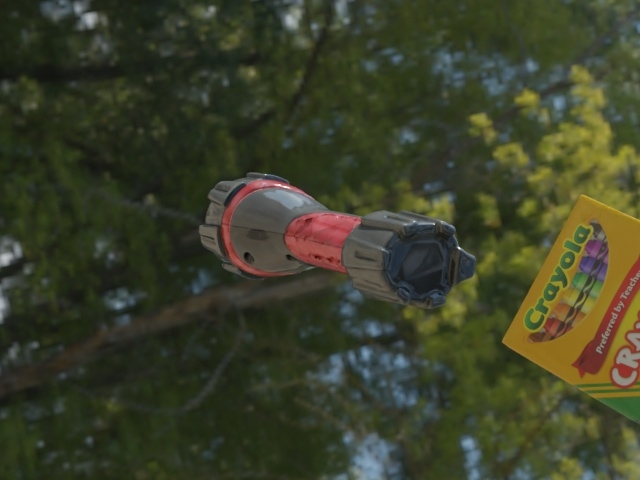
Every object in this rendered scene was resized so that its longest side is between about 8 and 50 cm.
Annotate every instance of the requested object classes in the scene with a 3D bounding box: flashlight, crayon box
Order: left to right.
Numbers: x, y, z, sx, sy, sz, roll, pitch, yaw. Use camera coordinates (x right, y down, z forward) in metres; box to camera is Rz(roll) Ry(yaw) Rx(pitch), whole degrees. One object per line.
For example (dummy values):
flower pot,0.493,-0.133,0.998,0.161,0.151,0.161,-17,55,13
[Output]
flashlight,0.000,0.000,1.332,0.103,0.103,0.304,53,-18,-24
crayon box,0.341,0.081,1.684,0.318,0.081,0.202,29,-87,48
